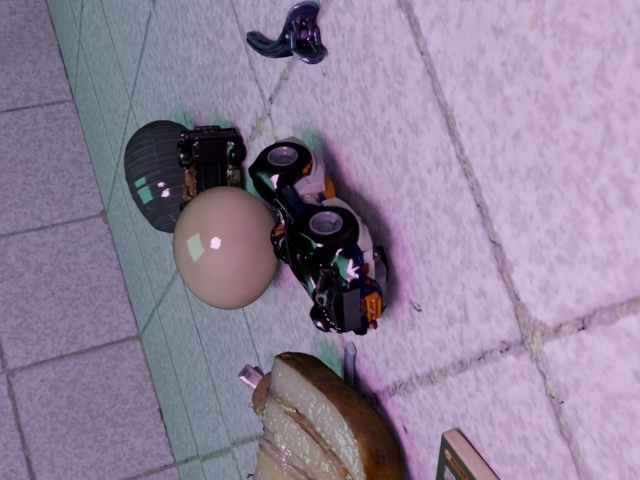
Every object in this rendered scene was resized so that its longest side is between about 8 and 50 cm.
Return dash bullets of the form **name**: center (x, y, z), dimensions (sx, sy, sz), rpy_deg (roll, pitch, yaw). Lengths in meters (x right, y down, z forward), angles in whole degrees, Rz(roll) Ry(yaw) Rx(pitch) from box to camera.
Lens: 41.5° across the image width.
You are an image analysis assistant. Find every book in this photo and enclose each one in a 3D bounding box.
- **book**: center (0.196, 0.390, 1.030), dimensions (0.202, 0.027, 0.264), rpy_deg (-128, 32, -48)

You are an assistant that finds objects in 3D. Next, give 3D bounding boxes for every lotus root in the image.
- **lotus root**: center (0.031, 0.331, 1.249), dimensions (0.260, 0.149, 0.267), rpy_deg (25, 110, 48)

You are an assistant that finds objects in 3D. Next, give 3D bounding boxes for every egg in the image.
- **egg**: center (-0.163, 0.016, 1.475), dimensions (0.242, 0.186, 0.186), rpy_deg (91, 155, -46)

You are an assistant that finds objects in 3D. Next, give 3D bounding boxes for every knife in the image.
- **knife**: center (0.046, 0.248, 1.331), dimensions (0.028, 0.015, 0.210), rpy_deg (39, 138, 48)

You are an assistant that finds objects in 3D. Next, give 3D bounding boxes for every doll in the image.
- **doll**: center (-0.068, 0.295, 1.515), dimensions (0.115, 0.105, 0.221), rpy_deg (-57, 37, 10)

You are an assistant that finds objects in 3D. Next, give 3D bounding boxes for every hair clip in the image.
- **hair clip**: center (-0.064, -0.291, 1.237), dimensions (0.275, 0.048, 0.083), rpy_deg (18, 123, 66)

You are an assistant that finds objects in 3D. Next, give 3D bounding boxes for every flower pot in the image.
- **flower pot**: center (-0.315, -0.135, 1.766), dimensions (0.189, 0.157, 0.243), rpy_deg (53, -163, -71)

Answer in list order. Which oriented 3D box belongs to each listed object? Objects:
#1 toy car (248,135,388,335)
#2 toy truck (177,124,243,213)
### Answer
- **toy car**: center (0.002, 0.000, 1.154), dimensions (0.301, 0.118, 0.193), rpy_deg (53, 158, 43)
- **toy truck**: center (-0.209, -0.101, 1.615), dimensions (0.127, 0.127, 0.257), rpy_deg (-109, 18, -55)
